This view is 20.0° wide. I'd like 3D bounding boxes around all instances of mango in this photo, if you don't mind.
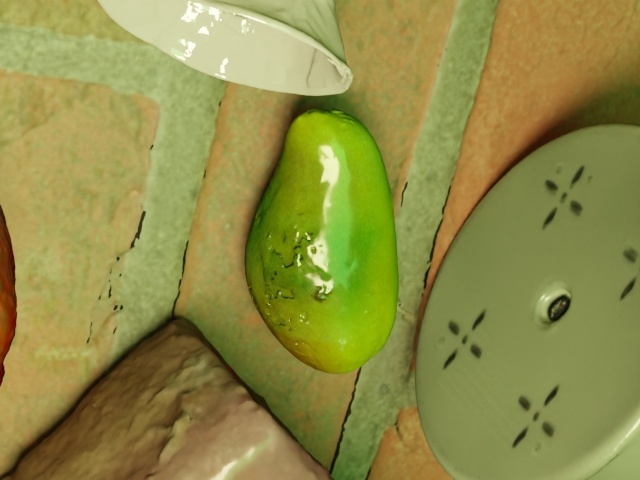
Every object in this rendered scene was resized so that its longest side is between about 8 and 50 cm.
[{"bbox_3d":[0.000,0.000,1.496,0.125,0.111,0.232,-19,117,-26],"label":"mango"}]

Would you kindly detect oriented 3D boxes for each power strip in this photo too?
[{"bbox_3d":[0.239,0.090,1.528,0.161,0.357,0.357,28,96,-32],"label":"power strip"}]

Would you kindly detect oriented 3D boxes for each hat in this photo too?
[{"bbox_3d":[-0.053,-0.200,1.361,0.203,0.203,0.126,28,76,-34],"label":"hat"}]

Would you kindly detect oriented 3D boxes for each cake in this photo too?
[{"bbox_3d":[-0.084,0.249,1.479,0.230,0.237,0.309,-41,122,-8],"label":"cake"}]

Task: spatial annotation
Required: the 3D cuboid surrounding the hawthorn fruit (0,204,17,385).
[{"bbox_3d":[-0.362,0.033,1.238,0.300,0.254,0.254,15,103,-29],"label":"hawthorn fruit"}]
